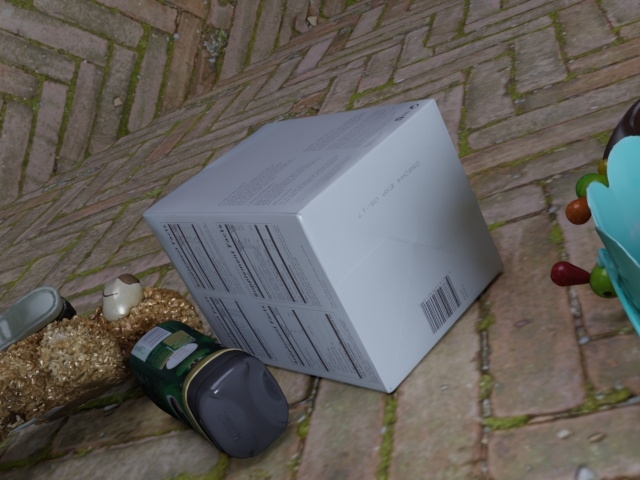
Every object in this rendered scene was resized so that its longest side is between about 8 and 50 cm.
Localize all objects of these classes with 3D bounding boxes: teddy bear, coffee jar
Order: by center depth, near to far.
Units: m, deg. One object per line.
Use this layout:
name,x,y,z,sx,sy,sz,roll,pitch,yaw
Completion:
coffee jar,-0.108,0.139,0.790,0.079,0.096,0.184,-40,26,-23
teddy bear,-0.299,0.136,0.916,0.338,0.113,0.245,-29,-9,1

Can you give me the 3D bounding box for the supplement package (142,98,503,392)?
supplement package,0.000,0.000,0.843,0.263,0.198,0.199,2,36,50

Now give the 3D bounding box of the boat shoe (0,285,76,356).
boat shoe,-0.467,0.152,1.208,0.228,0.068,0.081,-29,57,-1

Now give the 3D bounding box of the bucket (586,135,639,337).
bucket,0.316,0.016,0.474,0.281,0.183,0.281,-23,22,10

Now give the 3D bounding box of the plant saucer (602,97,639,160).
plant saucer,0.443,-0.135,0.857,0.311,0.050,0.310,-22,23,10

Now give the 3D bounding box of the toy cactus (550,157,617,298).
toy cactus,0.305,-0.016,0.707,0.181,0.112,0.219,14,40,32
